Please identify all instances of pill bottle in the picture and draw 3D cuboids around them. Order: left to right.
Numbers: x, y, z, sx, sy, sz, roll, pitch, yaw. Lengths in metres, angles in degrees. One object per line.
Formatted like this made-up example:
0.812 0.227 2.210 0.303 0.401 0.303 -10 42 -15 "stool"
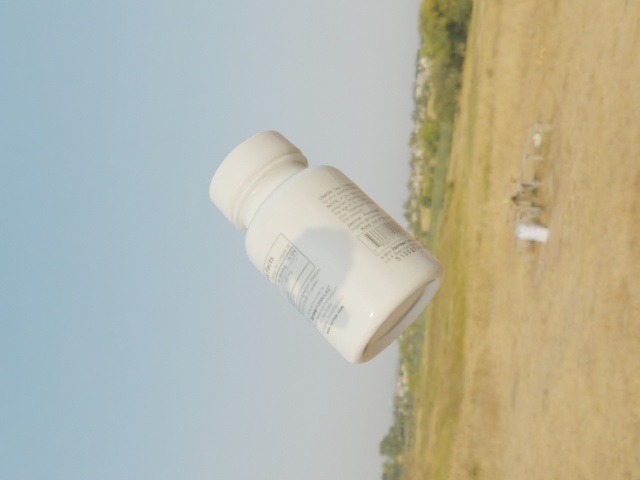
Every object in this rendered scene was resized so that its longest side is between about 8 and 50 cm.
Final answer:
0.000 0.000 0.794 0.131 0.229 0.131 -40 -20 -17 "pill bottle"
